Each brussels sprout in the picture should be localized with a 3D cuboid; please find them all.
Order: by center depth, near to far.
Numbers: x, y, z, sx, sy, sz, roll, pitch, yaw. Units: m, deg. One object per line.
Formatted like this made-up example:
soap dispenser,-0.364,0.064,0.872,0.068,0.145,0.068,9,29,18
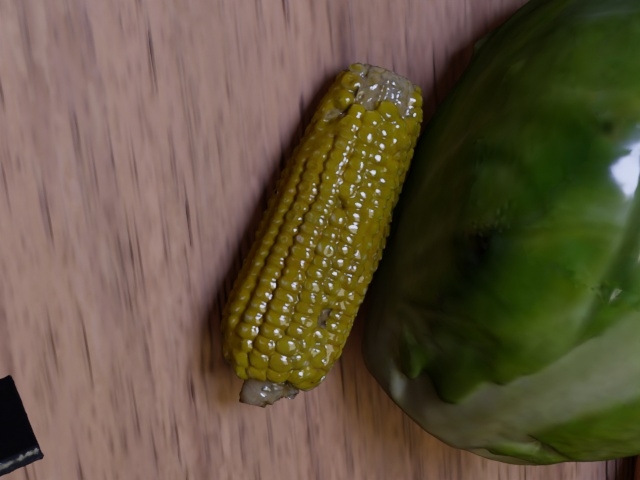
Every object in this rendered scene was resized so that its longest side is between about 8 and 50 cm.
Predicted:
brussels sprout,0.190,-0.004,1.008,0.276,0.315,0.371,20,106,-31

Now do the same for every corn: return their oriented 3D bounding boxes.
corn,0.000,0.000,1.005,0.097,0.097,0.261,21,93,-37

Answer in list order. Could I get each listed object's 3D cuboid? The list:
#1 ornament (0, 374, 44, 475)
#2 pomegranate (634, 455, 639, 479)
ornament,-0.277,0.051,0.826,0.153,0.166,0.196,-22,106,-14
pomegranate,0.395,0.228,1.268,0.252,0.229,0.270,-49,120,-10
